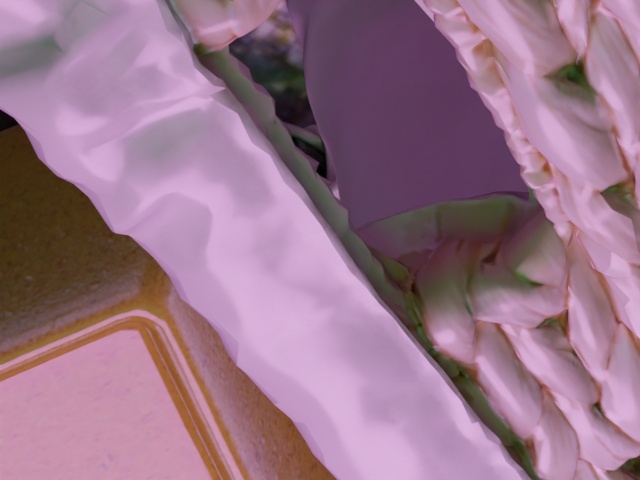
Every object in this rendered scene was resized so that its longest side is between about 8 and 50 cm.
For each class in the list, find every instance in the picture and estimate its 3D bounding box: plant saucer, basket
[{"bbox_3d":[-0.132,0.139,0.807,0.333,0.081,0.332,-23,119,0],"label":"plant saucer"},{"bbox_3d":[0.051,-0.152,0.468,0.266,0.331,0.328,-24,135,13],"label":"basket"}]

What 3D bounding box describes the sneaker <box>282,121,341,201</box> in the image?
[{"bbox_3d":[0.000,0.000,0.849,0.258,0.094,0.091,3,135,-15],"label":"sneaker"}]
